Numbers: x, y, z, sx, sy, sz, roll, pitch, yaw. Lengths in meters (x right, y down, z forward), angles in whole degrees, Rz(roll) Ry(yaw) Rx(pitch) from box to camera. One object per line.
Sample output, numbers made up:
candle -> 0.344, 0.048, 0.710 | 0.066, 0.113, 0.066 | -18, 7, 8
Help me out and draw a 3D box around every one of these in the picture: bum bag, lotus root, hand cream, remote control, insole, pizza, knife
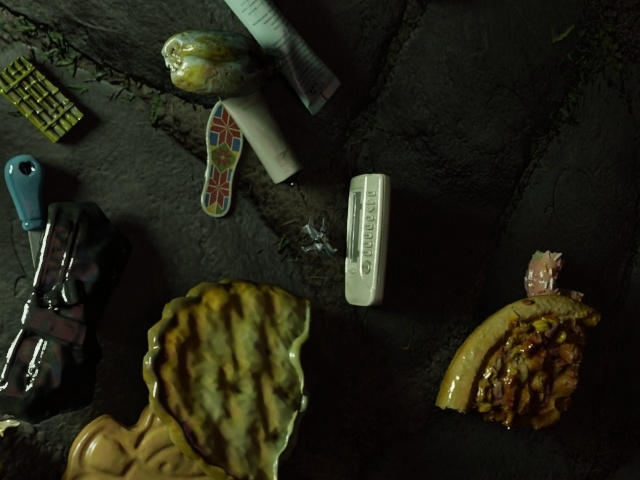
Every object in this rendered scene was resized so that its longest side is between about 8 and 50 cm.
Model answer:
bum bag -> -0.344, 0.095, 0.952 | 0.137, 0.074, 0.309 | 25, 73, -43
lotus root -> -0.147, -0.273, 1.076 | 0.192, 0.088, 0.113 | -5, 62, -33
hand cream -> -0.086, -0.357, 1.137 | 0.331, 0.058, 0.085 | 47, 65, -22
remote control -> 0.086, -0.001, 1.216 | 0.049, 0.090, 0.230 | 4, 88, -33
insole -> -0.159, -0.132, 1.118 | 0.065, 0.006, 0.193 | 11, 83, -31
pizza -> 0.405, 0.256, 1.382 | 0.409, 0.114, 0.277 | -19, 103, -20
hand cream -> -0.089, -0.170, 1.138 | 0.087, 0.054, 0.186 | -39, 103, -40
knife -> -0.384, 0.001, 0.966 | 0.058, 0.032, 0.244 | -20, 104, -41

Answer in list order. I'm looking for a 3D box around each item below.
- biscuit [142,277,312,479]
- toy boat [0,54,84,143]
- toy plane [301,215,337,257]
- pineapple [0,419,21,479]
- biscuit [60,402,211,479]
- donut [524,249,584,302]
biscuit -> -0.108, 0.204, 1.067 | 0.335, 0.078, 0.329 | -41, 102, -43
toy boat -> -0.393, -0.197, 0.969 | 0.115, 0.016, 0.063 | 47, 67, -22
toy plane -> 0.000, 0.000, 1.198 | 0.083, 0.031, 0.078 | 47, 53, -19
pineapple -> -0.459, 0.358, 0.832 | 0.158, 0.161, 0.334 | 9, 87, -29
biscuit -> -0.226, 0.380, 1.034 | 0.312, 0.057, 0.351 | -6, 92, -33
donut -> 0.494, 0.106, 1.480 | 0.166, 0.065, 0.117 | 44, 70, -22
